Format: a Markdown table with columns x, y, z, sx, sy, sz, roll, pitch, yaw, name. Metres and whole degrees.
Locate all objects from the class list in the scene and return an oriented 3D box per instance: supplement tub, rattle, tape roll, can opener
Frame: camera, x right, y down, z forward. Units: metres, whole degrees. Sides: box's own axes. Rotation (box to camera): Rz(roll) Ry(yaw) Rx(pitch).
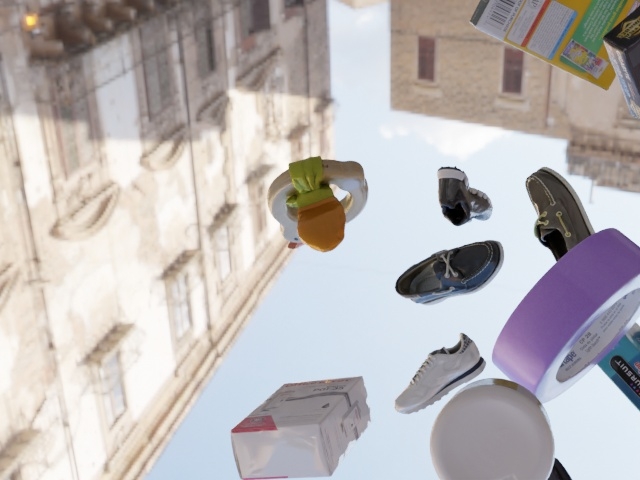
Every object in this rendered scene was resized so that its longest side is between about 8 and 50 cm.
| x | y | z | sx | sy | sz | roll | pitch | yaw | name |
| --- | --- | --- | --- | --- | --- | --- | --- | --- | --- |
| 0.216 | 0.247 | 1.148 | 0.144 | 0.144 | 0.199 | 5 | 176 | 13 | supplement tub |
| 0.000 | 0.000 | 1.134 | 0.130 | 0.200 | 0.143 | -12 | -121 | -26 | rattle |
| 0.383 | 0.114 | 1.369 | 0.275 | 0.275 | 0.090 | -23 | -126 | -37 | tape roll |
| 0.379 | 0.394 | 1.425 | 0.059 | 0.073 | 0.186 | 25 | -159 | -24 | can opener |

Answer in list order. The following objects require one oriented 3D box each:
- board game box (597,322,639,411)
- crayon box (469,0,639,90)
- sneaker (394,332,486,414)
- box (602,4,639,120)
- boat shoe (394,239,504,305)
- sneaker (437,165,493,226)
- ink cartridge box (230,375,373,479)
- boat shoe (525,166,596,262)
| x | y | z | sx | sy | sz | roll | pitch | yaw | name |
| --- | --- | --- | --- | --- | --- | --- | --- | --- | --- |
| 0.642 | 0.278 | 1.745 | 0.336 | 0.079 | 0.254 | 52 | -161 | 25 | board game box |
| 0.504 | -0.475 | 1.927 | 0.323 | 0.203 | 0.083 | 24 | -161 | -10 | crayon box |
| 0.256 | 0.303 | 2.084 | 0.235 | 0.095 | 0.090 | -35 | -165 | 1 | sneaker |
| 0.530 | -0.298 | 1.343 | 0.220 | 0.175 | 0.051 | -40 | -135 | 1 | box |
| 0.291 | 0.075 | 2.108 | 0.091 | 0.302 | 0.114 | 14 | -124 | -31 | boat shoe |
| 0.313 | -0.073 | 2.028 | 0.078 | 0.106 | 0.234 | 0 | 160 | 31 | sneaker |
| -0.033 | 0.391 | 1.941 | 0.207 | 0.117 | 0.283 | -9 | -172 | 22 | ink cartridge box |
| 0.485 | -0.018 | 1.845 | 0.091 | 0.109 | 0.305 | -18 | -119 | -12 | boat shoe |
